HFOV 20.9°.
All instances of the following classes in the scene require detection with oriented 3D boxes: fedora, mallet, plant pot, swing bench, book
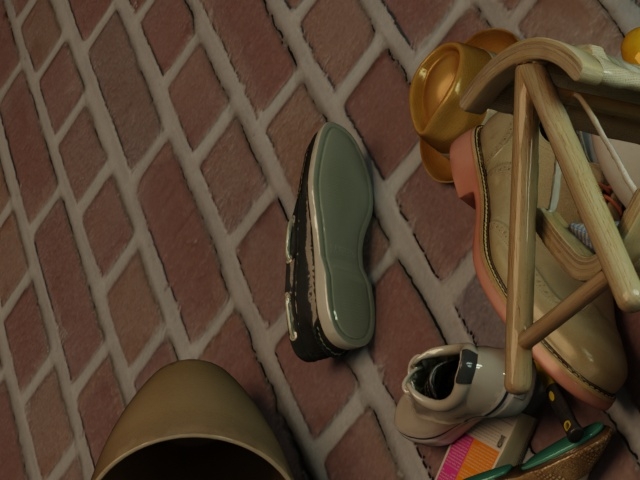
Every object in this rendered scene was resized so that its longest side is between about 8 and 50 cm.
[{"bbox_3d":[0.156,-0.165,2.009,0.194,0.079,0.194,-32,47,42],"label":"fedora"},{"bbox_3d":[0.223,0.151,1.725,0.062,0.039,0.190,-55,21,24],"label":"mallet"},{"bbox_3d":[-0.152,0.263,2.071,0.256,0.256,0.274,-53,19,20],"label":"plant pot"},{"bbox_3d":[0.258,-0.020,1.232,0.165,0.253,0.255,-46,42,51],"label":"swing bench"},{"bbox_3d":[0.162,0.234,1.804,0.096,0.035,0.144,24,91,60],"label":"book"}]

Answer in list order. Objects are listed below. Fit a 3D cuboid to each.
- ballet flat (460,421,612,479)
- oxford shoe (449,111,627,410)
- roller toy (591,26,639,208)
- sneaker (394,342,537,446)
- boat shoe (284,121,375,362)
[{"bbox_3d":[0.207,0.243,1.703,0.206,0.073,0.067,-28,89,28],"label":"ballet flat"},{"bbox_3d":[0.240,-0.008,1.746,0.146,0.140,0.397,-40,43,24],"label":"oxford shoe"},{"bbox_3d":[0.356,-0.094,1.575,0.146,0.191,0.209,-41,66,34],"label":"roller toy"},{"bbox_3d":[0.127,0.149,1.797,0.258,0.091,0.094,-37,34,61],"label":"sneaker"},{"bbox_3d":[0.000,0.000,2.100,0.091,0.114,0.302,-25,50,39],"label":"boat shoe"}]
